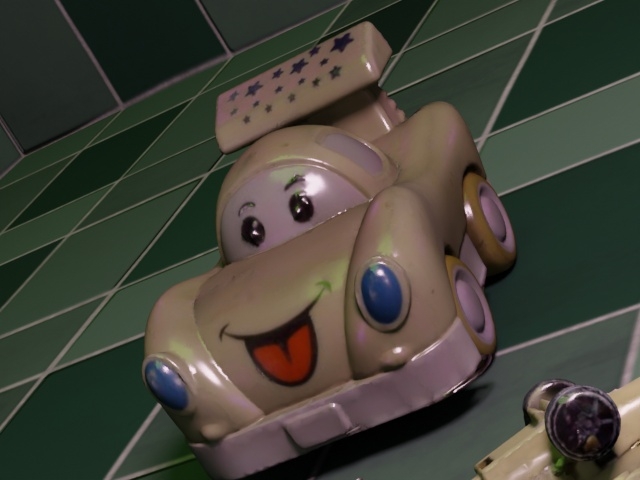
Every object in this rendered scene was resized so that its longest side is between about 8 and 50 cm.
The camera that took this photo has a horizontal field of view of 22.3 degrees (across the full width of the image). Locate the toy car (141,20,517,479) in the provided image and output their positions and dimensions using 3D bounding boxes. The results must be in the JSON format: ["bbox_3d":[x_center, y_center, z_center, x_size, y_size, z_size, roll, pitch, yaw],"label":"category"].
[{"bbox_3d":[0.000,0.000,1.257,0.242,0.226,0.336,-24,17,22],"label":"toy car"}]

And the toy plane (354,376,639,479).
[{"bbox_3d":[0.125,0.137,0.889,0.256,0.104,0.242,-25,2,-3],"label":"toy plane"}]
